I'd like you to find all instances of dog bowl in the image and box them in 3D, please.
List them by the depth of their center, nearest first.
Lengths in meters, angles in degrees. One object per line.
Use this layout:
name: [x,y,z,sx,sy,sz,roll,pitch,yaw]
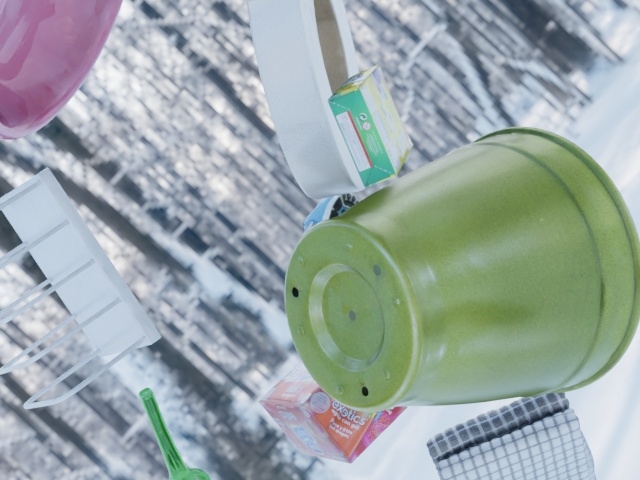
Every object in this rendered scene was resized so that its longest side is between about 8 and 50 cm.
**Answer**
dog bowl: [-0.367,-0.302,1.567,0.408,0.150,0.408,-61,-11,-19]

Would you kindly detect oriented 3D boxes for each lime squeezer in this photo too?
lime squeezer: [-0.127,0.295,1.378,0.058,0.310,0.110,-26,3,0]

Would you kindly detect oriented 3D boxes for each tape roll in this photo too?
tape roll: [-0.014,-0.248,1.743,0.072,0.392,0.392,-11,8,12]

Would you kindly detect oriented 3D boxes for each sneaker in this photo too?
sneaker: [0.000,0.000,1.922,0.162,0.063,0.073,-61,31,-1]

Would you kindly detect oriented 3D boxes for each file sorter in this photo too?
file sorter: [-0.395,0.078,1.815,0.173,0.278,0.193,-38,10,-30]

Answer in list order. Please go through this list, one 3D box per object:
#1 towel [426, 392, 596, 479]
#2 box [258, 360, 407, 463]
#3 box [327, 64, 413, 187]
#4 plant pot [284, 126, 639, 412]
towel: [0.304,0.368,2.044,0.235,0.284,0.121,-23,43,-2]
box: [0.015,0.257,2.055,0.128,0.123,0.257,-42,8,-17]
box: [0.058,-0.131,1.440,0.043,0.105,0.179,-20,11,17]
plant pot: [0.158,0.061,1.666,0.353,0.366,0.366,-14,-23,-41]
